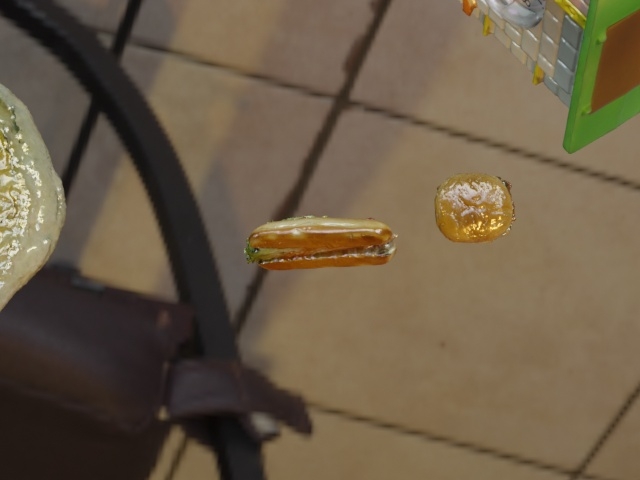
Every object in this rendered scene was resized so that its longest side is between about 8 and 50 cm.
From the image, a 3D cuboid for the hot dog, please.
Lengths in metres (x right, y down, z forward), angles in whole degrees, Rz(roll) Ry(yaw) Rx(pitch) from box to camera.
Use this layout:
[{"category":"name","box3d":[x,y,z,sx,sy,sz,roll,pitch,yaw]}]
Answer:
[{"category":"hot dog","box3d":[0.000,0.000,0.951,0.083,0.021,0.037,0,145,11]}]

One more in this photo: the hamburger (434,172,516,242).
[{"category":"hamburger","box3d":[0.160,-0.034,1.863,0.083,0.044,0.076,-10,90,8]}]

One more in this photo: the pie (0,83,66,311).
[{"category":"pie","box3d":[-0.419,-0.041,1.748,0.339,0.339,0.077,-1,162,6]}]

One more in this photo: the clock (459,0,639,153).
[{"category":"clock","box3d":[0.192,-0.243,1.603,0.106,0.255,0.220,-31,151,-20]}]
